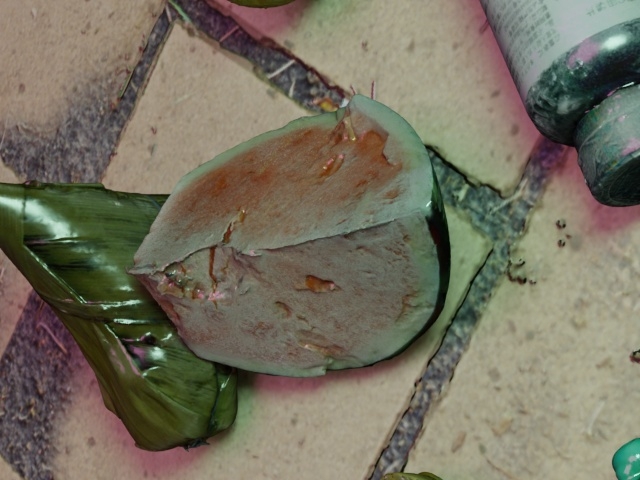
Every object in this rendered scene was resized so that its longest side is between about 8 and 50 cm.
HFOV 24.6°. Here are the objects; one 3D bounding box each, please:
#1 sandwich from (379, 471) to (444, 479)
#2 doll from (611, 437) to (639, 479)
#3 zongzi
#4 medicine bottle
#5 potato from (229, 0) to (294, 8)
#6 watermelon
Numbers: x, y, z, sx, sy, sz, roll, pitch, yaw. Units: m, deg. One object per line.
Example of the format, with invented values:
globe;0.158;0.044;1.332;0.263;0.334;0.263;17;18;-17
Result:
sandwich;0.075;0.351;1.129;0.271;0.099;0.301;39;108;34
doll;0.277;0.151;0.980;0.258;0.153;0.195;4;103;58
zongzi;-0.203;0.067;1.313;0.125;0.274;0.251;-30;63;42
medicine bottle;0.197;-0.172;1.094;0.141;0.141;0.293;-35;60;32
potato;-0.037;-0.327;1.314;0.143;0.169;0.248;141;144;-73
watermelon;0.000;0.000;1.210;0.305;0.180;0.224;-14;87;37
